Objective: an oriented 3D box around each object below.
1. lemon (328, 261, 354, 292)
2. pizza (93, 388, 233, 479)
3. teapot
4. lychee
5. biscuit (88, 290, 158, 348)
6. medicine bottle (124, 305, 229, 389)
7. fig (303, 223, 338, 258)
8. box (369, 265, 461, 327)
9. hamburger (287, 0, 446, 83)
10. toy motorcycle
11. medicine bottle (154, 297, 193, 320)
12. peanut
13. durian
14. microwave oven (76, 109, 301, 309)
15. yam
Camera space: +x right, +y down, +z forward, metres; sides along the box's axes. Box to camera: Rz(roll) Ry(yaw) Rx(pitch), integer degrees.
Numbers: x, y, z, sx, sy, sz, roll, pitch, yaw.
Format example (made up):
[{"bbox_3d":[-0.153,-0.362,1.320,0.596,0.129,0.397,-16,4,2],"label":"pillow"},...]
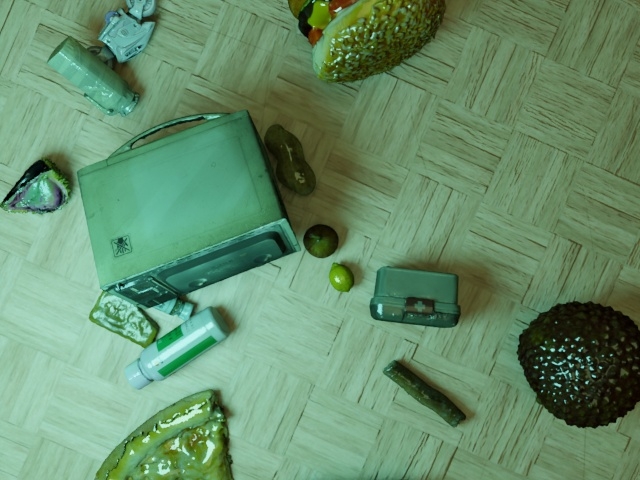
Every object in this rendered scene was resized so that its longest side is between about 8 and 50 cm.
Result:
[{"bbox_3d":[0.052,0.092,1.301,0.062,0.062,0.083,-25,87,0],"label":"lemon"},{"bbox_3d":[-0.403,0.611,1.300,0.392,0.080,0.435,-9,89,0],"label":"pizza"},{"bbox_3d":[-0.540,-0.373,1.240,0.107,0.077,0.200,-25,134,29],"label":"teapot"},{"bbox_3d":[0.599,0.284,1.205,0.275,0.276,0.304,32,119,-1],"label":"lychee"},{"bbox_3d":[-0.471,0.156,1.309,0.174,0.039,0.183,24,92,0],"label":"biscuit"},{"bbox_3d":[-0.353,0.267,1.285,0.260,0.095,0.095,-34,91,-1],"label":"medicine bottle"},{"bbox_3d":[0.000,0.000,1.267,0.089,0.125,0.089,0,88,3],"label":"fig"},{"bbox_3d":[0.227,0.138,1.265,0.210,0.148,0.129,6,80,-1],"label":"box"},{"bbox_3d":[0.102,-0.508,1.162,0.330,0.330,0.250,-20,92,0],"label":"hamburger"},{"bbox_3d":[-0.478,-0.500,1.275,0.112,0.112,0.254,38,96,-1],"label":"toy motorcycle"},{"bbox_3d":[-0.407,0.137,1.278,0.191,0.051,0.051,28,91,-20],"label":"medicine bottle"},{"bbox_3d":[-0.077,-0.197,1.287,0.089,0.089,0.193,-24,87,0],"label":"peanut"},{"bbox_3d":[-0.681,-0.122,1.289,0.186,0.119,0.108,-35,129,12],"label":"durian"},{"bbox_3d":[-0.283,-0.066,1.179,0.394,0.247,0.333,-20,72,0],"label":"microwave oven"},{"bbox_3d":[0.262,0.385,1.312,0.241,0.057,0.057,38,91,-2],"label":"yam"}]
